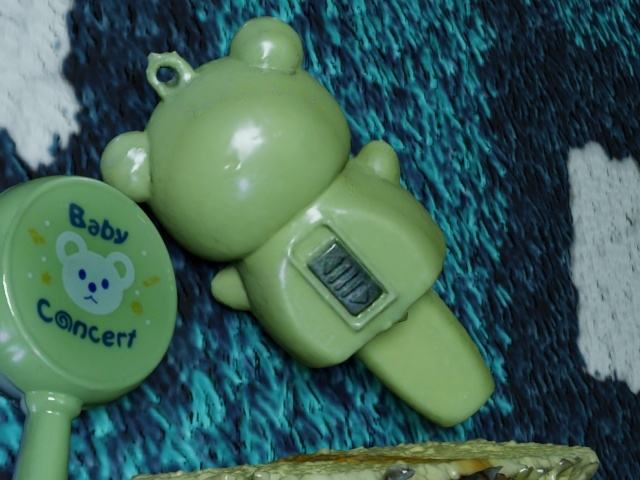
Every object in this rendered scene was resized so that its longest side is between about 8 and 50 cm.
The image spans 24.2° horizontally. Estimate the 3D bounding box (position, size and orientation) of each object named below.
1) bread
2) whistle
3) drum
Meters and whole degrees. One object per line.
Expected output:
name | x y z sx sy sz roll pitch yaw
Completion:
bread | 0.018 0.161 0.801 0.266 0.142 0.178 8 111 -48
whistle | 0.000 0.000 0.838 0.288 0.131 0.106 47 4 -24
drum | -0.117 0.092 0.722 0.130 0.049 0.253 7 70 -47
